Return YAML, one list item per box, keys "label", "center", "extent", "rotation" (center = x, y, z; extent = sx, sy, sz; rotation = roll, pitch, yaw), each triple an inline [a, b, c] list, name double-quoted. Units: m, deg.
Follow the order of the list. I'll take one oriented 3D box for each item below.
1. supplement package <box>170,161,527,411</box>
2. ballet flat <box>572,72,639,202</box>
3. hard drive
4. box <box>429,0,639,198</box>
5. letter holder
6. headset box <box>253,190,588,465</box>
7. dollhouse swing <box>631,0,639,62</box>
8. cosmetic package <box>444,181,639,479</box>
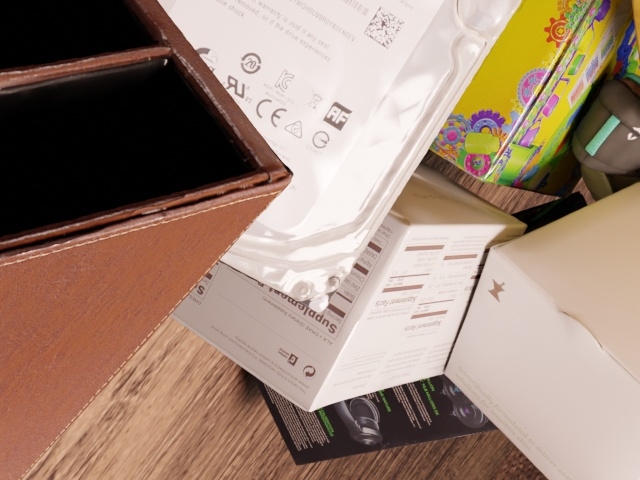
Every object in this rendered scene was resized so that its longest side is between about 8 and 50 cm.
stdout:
- label: "supplement package"
  center: [0.000, 0.000, 1.035]
  extent: [0.145, 0.204, 0.262]
  rotation: [-62, 158, 12]
- label: "ballet flat"
  center: [0.277, -0.067, 1.227]
  extent: [0.096, 0.095, 0.280]
  rotation: [-49, 151, 8]
- label: "hard drive"
  center: [-0.009, -0.153, 0.794]
  extent: [0.237, 0.064, 0.339]
  rotation: [30, 96, -26]
- label: "box"
  center: [0.179, -0.205, 1.160]
  extent: [0.290, 0.177, 0.279]
  rotation: [-60, 159, 10]
- label: "letter holder"
  center: [-0.199, 0.027, 0.604]
  extent: [0.214, 0.152, 0.302]
  rotation: [-21, 160, -52]
- label: "headset box"
  center: [0.118, 0.082, 1.306]
  extent: [0.283, 0.131, 0.246]
  rotation: [-18, -170, 44]
- label: "dollhouse swing"
  center: [0.361, -0.224, 0.922]
  extent: [0.305, 0.315, 0.347]
  rotation: [-53, 153, -10]
- label: "cosmetic package"
  center: [0.305, 0.055, 1.121]
  extent: [0.365, 0.197, 0.155]
  rotation: [-22, 145, -32]
